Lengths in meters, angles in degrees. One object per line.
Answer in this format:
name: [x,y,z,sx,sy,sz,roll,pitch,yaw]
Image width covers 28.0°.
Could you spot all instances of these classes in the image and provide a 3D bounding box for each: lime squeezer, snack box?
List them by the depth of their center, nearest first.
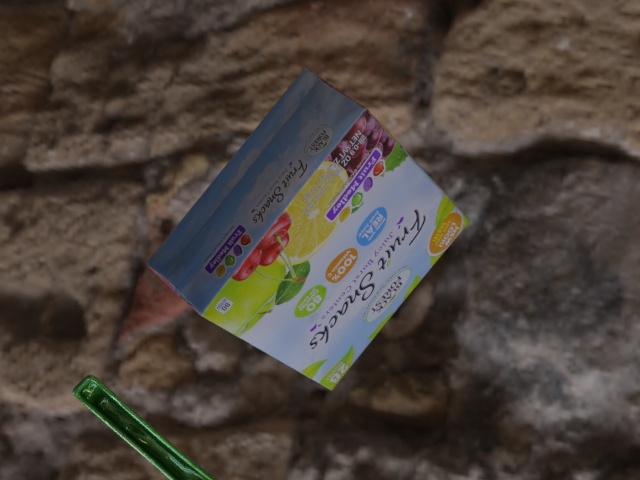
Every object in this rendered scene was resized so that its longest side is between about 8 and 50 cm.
lime squeezer: [0.004,0.179,0.653,0.310,0.059,0.110,42,158,14]
snack box: [0.000,0.000,0.923,0.070,0.174,0.207,39,-179,32]
